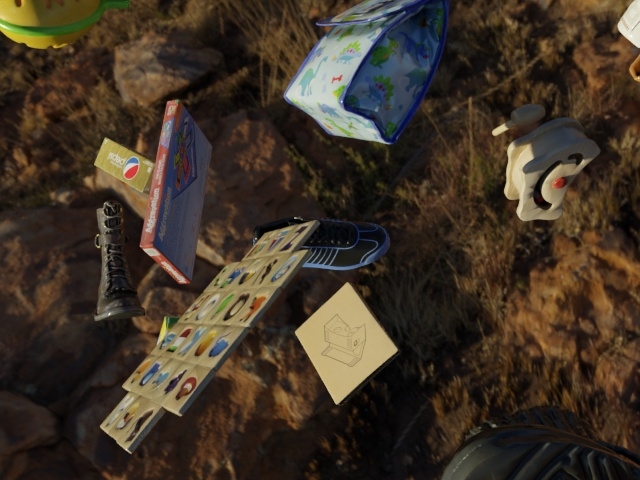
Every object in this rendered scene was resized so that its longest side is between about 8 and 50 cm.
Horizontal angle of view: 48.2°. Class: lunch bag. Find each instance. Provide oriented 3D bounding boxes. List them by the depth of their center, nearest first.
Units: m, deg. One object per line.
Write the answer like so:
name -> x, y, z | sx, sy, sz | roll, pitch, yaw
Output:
lunch bag -> 0.051, -0.182, 0.710 | 0.151, 0.096, 0.129 | -57, 31, -4

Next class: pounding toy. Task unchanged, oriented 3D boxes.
pounding toy -> 0.442, -0.178, 1.423 | 0.154, 0.269, 0.154 | -16, 50, -4

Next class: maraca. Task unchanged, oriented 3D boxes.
maraca -> -0.328, -0.302, 0.902 | 0.127, 0.099, 0.186 | 38, 48, 17

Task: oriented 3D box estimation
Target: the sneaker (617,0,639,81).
sneaker -> 0.472, -0.328, 0.963 | 0.123, 0.290, 0.106 | -8, 45, 11

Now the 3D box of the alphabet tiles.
alphabet tiles -> -0.138, 0.107, 0.889 | 0.342, 0.011, 0.285 | -51, 17, -22

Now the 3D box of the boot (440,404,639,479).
boot -> 0.194, 0.217, 0.640 | 0.131, 0.348, 0.260 | -64, 24, 0

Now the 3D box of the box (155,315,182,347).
box -> -0.326, 0.239, 1.674 | 0.105, 0.179, 0.043 | 7, 38, -24

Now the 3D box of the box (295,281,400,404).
box -> 0.050, 0.204, 1.446 | 0.164, 0.021, 0.201 | -44, 48, 11

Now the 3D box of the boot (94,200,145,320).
boot -> -0.411, 0.035, 1.418 | 0.263, 0.091, 0.228 | -175, 82, -66

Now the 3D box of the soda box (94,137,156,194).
soda box -> -0.360, -0.140, 1.383 | 0.181, 0.058, 0.061 | 27, 94, 39

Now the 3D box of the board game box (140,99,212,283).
board game box -> -0.241, -0.083, 1.222 | 0.027, 0.145, 0.281 | -4, 61, 14

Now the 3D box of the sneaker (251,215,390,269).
sneaker -> 0.000, 0.000, 1.202 | 0.232, 0.090, 0.081 | -6, 66, 5
